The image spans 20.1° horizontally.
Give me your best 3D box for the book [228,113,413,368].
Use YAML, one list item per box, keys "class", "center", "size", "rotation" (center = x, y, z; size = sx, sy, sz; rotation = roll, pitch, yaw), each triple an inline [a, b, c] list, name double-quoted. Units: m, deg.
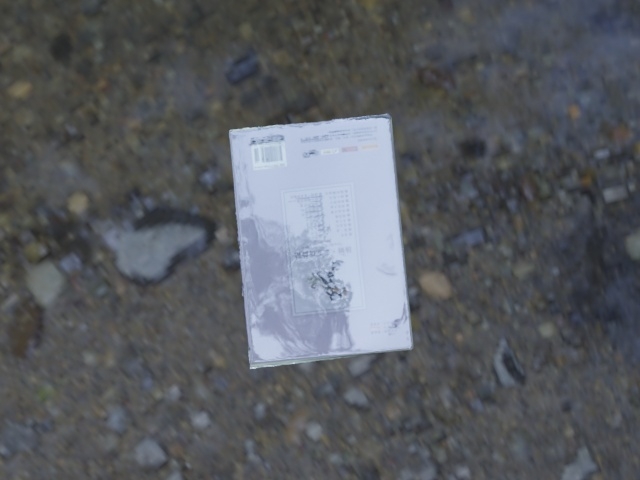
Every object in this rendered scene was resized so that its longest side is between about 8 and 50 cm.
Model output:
- class: "book"
  center: [0.000, 0.000, 1.353]
  size: [0.127, 0.014, 0.182]
  rotation: [-6, 86, 7]
